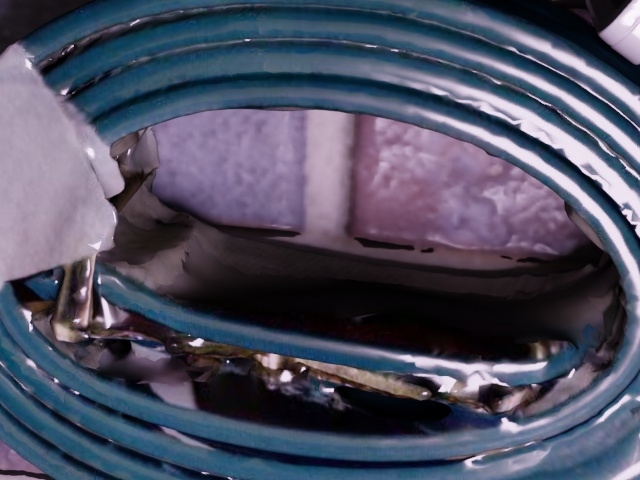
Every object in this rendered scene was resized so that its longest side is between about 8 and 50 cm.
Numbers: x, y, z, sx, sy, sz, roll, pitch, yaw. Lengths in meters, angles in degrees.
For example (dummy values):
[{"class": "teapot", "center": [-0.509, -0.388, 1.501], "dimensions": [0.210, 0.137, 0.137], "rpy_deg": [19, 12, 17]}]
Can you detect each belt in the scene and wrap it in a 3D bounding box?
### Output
[{"class": "belt", "center": [0.002, 0.000, 0.752], "dimensions": [0.436, 0.173, 0.300], "rpy_deg": [5, 104, 4]}]

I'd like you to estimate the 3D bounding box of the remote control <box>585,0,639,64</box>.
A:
[{"class": "remote control", "center": [0.226, -0.197, 0.687], "dimensions": [0.034, 0.103, 0.250], "rpy_deg": [36, 111, -8]}]
